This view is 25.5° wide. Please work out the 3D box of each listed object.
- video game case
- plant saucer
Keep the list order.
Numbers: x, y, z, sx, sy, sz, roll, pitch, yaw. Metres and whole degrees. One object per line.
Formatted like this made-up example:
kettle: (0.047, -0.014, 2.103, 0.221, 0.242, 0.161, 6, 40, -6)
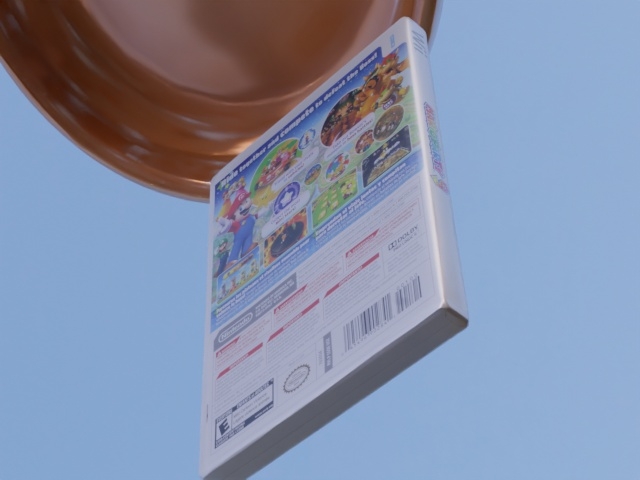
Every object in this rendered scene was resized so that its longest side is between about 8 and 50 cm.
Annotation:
video game case: (0.000, 0.000, 0.390, 0.011, 0.122, 0.087, 35, -58, -29)
plant saucer: (-0.045, -0.110, 0.492, 0.037, 0.200, 0.200, -41, -66, -51)
